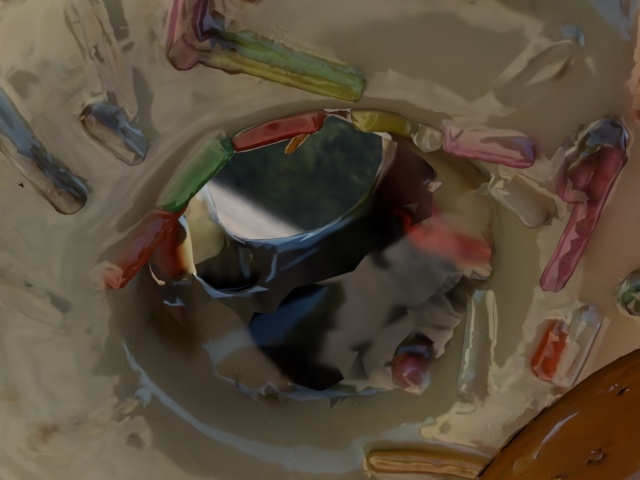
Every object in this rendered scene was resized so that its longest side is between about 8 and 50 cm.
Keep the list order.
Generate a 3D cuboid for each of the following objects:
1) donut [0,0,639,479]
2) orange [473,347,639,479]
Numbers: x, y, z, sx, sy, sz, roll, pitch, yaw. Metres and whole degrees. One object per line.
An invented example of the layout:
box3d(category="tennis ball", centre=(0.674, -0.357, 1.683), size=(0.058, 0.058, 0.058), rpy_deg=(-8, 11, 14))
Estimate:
box3d(category="donut", centre=(0.000, 0.000, 0.547), size=(0.382, 0.383, 0.142), rpy_deg=(32, 25, -22))
box3d(category="orange", centre=(0.144, 0.135, 0.374), size=(0.240, 0.240, 0.240), rpy_deg=(32, 2, -1))
